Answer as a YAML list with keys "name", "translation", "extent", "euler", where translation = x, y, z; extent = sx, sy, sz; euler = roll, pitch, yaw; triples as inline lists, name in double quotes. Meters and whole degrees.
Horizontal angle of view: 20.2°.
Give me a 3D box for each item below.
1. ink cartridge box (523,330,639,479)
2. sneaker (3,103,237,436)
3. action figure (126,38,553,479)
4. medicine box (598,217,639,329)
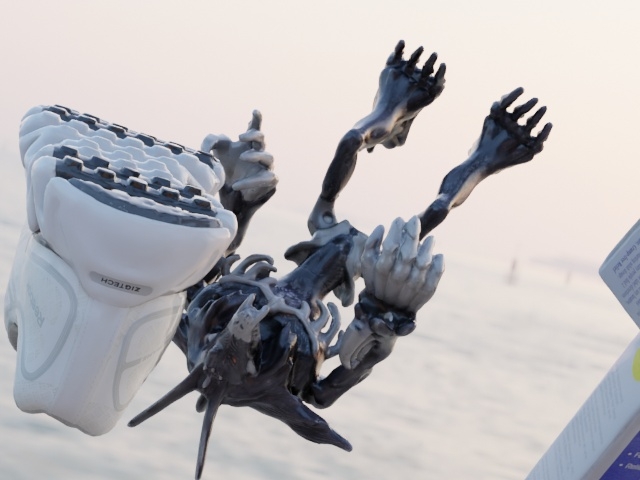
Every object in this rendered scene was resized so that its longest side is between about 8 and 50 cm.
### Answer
- name: "ink cartridge box"
  translation: [0.319, 0.127, 1.158]
  extent: [0.303, 0.072, 0.307]
  euler: [11, -43, -18]
- name: "sneaker"
  translation: [-0.109, 0.006, 0.873]
  extent: [0.110, 0.118, 0.292]
  euler: [17, 10, -7]
- name: "action figure"
  translation: [0.000, 0.000, 0.995]
  extent: [0.164, 0.276, 0.141]
  euler: [34, -26, 16]
- name: "medicine box"
  translation: [0.455, 0.057, 1.646]
  extent: [0.263, 0.289, 0.149]
  euler: [-26, -19, -29]
